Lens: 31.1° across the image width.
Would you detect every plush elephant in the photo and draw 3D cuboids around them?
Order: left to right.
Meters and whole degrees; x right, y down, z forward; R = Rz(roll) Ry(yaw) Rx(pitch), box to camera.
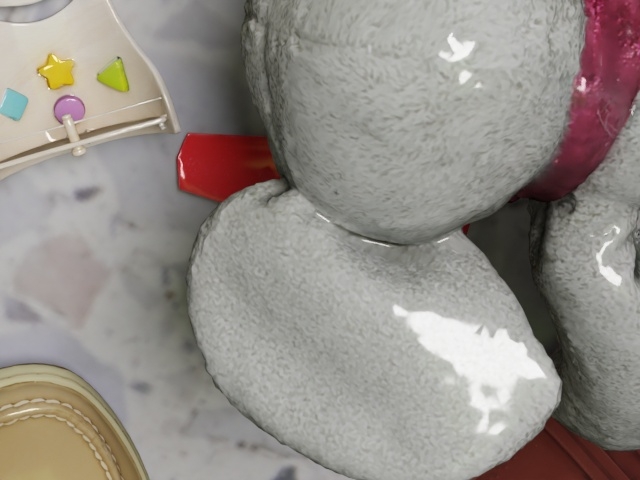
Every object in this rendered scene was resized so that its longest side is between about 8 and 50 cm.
[{"bbox_3d":[0.083,-0.054,0.406,0.255,0.330,0.271,20,105,-2],"label":"plush elephant"}]

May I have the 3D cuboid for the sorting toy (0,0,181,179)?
[{"bbox_3d":[-0.109,-0.071,0.473,0.083,0.045,0.075,-17,106,-7],"label":"sorting toy"}]

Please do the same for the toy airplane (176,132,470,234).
[{"bbox_3d":[0.000,0.000,0.533,0.151,0.028,0.151,-6,112,-14],"label":"toy airplane"}]

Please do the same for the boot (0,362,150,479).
[{"bbox_3d":[-0.102,0.203,0.487,0.095,0.203,0.261,-9,114,-12],"label":"boot"}]

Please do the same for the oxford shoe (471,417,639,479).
[{"bbox_3d":[0.146,0.140,0.599,0.348,0.123,0.130,-29,141,-4],"label":"oxford shoe"}]
